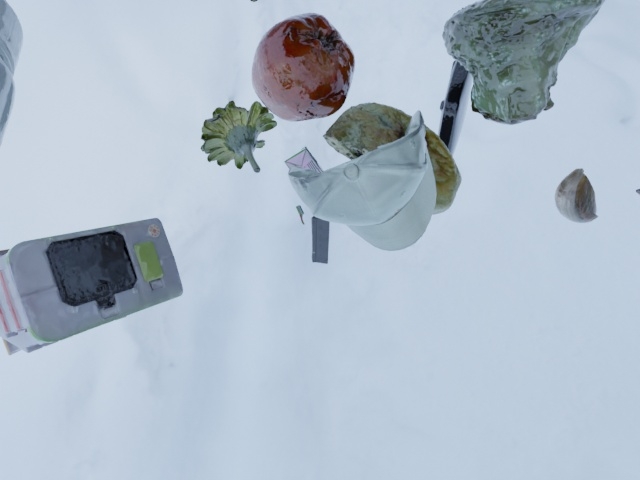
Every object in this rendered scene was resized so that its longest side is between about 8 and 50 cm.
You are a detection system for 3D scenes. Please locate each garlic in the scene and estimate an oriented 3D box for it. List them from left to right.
[{"bbox_3d":[0.759,-0.112,1.315,0.101,0.195,0.087,-35,28,8],"label":"garlic"}]

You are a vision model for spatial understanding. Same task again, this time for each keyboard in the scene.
[{"bbox_3d":[0.000,0.000,1.781,0.072,0.231,0.023,6,37,7],"label":"keyboard"}]

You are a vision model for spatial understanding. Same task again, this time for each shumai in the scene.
[{"bbox_3d":[0.513,-0.472,1.144,0.324,0.323,0.398,-23,22,-24],"label":"shumai"}]

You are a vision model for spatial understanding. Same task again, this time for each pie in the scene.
[{"bbox_3d":[0.176,-0.190,1.014,0.338,0.075,0.337,7,57,-12],"label":"pie"}]

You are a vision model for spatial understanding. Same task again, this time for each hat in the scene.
[{"bbox_3d":[0.100,-0.065,0.797,0.258,0.301,0.168,-21,44,19],"label":"hat"}]

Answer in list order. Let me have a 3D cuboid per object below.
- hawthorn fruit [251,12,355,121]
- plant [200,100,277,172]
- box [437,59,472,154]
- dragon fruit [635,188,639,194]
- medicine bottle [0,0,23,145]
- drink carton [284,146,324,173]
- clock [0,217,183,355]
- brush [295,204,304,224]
[{"bbox_3d":[-0.056,-0.350,0.947,0.211,0.299,0.211,2,86,-33],"label":"hawthorn fruit"},{"bbox_3d":[-0.333,-0.402,1.740,0.261,0.306,0.297,36,27,-22],"label":"plant"},{"bbox_3d":[0.431,-0.412,1.434,0.073,0.290,0.288,14,60,17],"label":"box"},{"bbox_3d":[0.774,-0.185,0.767,0.315,0.296,0.262,4,90,12],"label":"dragon fruit"},{"bbox_3d":[-0.371,-0.132,0.408,0.145,0.144,0.251,-4,63,0],"label":"medicine bottle"},{"bbox_3d":[-0.028,-0.255,1.811,0.108,0.271,0.161,-35,74,7],"label":"drink carton"},{"bbox_3d":[-0.428,0.076,0.723,0.310,0.235,0.166,-17,91,35],"label":"clock"},{"bbox_3d":[-0.073,-0.099,1.726,0.021,0.019,0.083,-29,69,24],"label":"brush"}]
